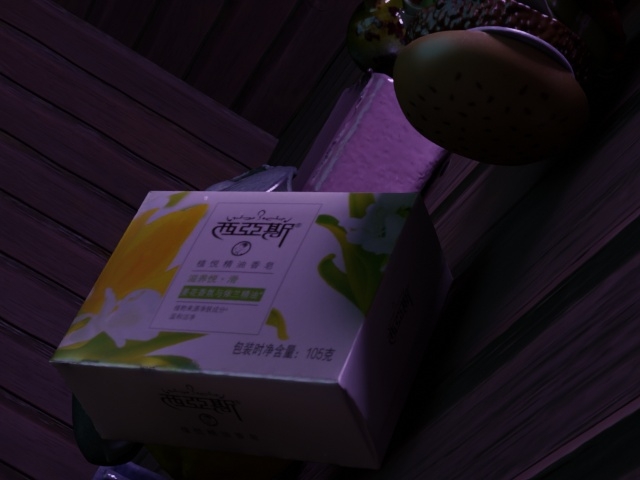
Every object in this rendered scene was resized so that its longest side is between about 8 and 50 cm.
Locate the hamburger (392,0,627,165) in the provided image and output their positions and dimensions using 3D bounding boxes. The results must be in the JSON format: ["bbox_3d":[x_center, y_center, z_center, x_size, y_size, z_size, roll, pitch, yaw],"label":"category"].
[{"bbox_3d":[0.130,-0.130,0.991,0.175,0.175,0.137,-45,22,62],"label":"hamburger"}]

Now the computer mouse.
[{"bbox_3d":[-0.160,0.060,1.421,0.374,0.114,0.203,-58,9,-3],"label":"computer mouse"}]

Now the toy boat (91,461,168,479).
[{"bbox_3d":[-0.235,0.352,1.627,0.078,0.127,0.283,-58,9,14],"label":"toy boat"}]

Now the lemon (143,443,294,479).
[{"bbox_3d":[-0.084,0.125,1.257,0.231,0.192,0.192,-65,9,-23],"label":"lemon"}]

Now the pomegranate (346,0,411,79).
[{"bbox_3d":[0.103,-0.312,1.926,0.148,0.148,0.169,-71,-25,-60],"label":"pomegranate"}]

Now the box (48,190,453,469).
[{"bbox_3d":[-0.051,0.062,1.076,0.260,0.111,0.194,-1,45,29],"label":"box"}]

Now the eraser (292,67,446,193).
[{"bbox_3d":[0.000,0.000,1.522,0.359,0.122,0.272,-58,5,-3],"label":"eraser"}]
